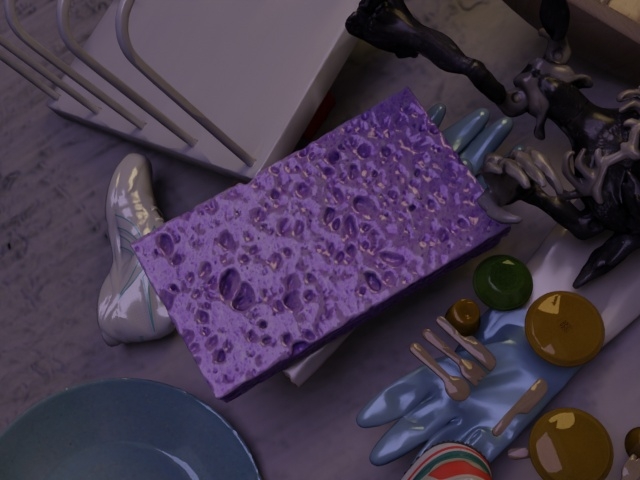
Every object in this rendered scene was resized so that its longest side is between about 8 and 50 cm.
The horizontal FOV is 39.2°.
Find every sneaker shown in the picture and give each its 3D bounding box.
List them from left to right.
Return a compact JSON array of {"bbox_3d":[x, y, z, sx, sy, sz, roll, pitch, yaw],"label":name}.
[{"bbox_3d":[-0.131,0.005,0.687,0.061,0.053,0.152,-4,73,9],"label":"sneaker"},{"bbox_3d":[0.045,0.191,0.506,0.057,0.075,0.161,34,97,-6],"label":"sneaker"}]

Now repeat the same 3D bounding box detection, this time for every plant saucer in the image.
[{"bbox_3d":[-0.132,0.187,0.586,0.195,0.037,0.195,6,61,-10],"label":"plant saucer"}]

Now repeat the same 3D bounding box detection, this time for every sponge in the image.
[{"bbox_3d":[0.000,0.000,0.569,0.210,0.031,0.117,-30,73,-5],"label":"sponge"}]

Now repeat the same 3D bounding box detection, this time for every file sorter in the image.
[{"bbox_3d":[-0.128,-0.189,0.661,0.278,0.173,0.193,21,78,40],"label":"file sorter"}]

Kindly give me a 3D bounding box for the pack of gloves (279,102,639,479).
[{"bbox_3d":[0.082,0.033,0.592,0.232,0.046,0.195,-42,73,-9],"label":"pack of gloves"}]

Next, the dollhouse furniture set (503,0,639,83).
[{"bbox_3d":[0.225,-0.269,0.663,0.355,0.174,0.303,34,84,5],"label":"dollhouse furniture set"}]

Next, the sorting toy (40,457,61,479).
[{"bbox_3d":[-0.221,0.244,0.618,0.132,0.046,0.274,-20,64,11],"label":"sorting toy"}]

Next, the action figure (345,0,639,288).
[{"bbox_3d":[0.146,-0.077,0.514,0.276,0.141,0.164,40,101,4],"label":"action figure"}]

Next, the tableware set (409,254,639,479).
[{"bbox_3d":[0.136,0.082,0.537,0.154,0.024,0.104,41,75,16],"label":"tableware set"}]

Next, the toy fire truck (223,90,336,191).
[{"bbox_3d":[-0.025,-0.023,0.656,0.135,0.047,0.192,33,83,28],"label":"toy fire truck"}]
